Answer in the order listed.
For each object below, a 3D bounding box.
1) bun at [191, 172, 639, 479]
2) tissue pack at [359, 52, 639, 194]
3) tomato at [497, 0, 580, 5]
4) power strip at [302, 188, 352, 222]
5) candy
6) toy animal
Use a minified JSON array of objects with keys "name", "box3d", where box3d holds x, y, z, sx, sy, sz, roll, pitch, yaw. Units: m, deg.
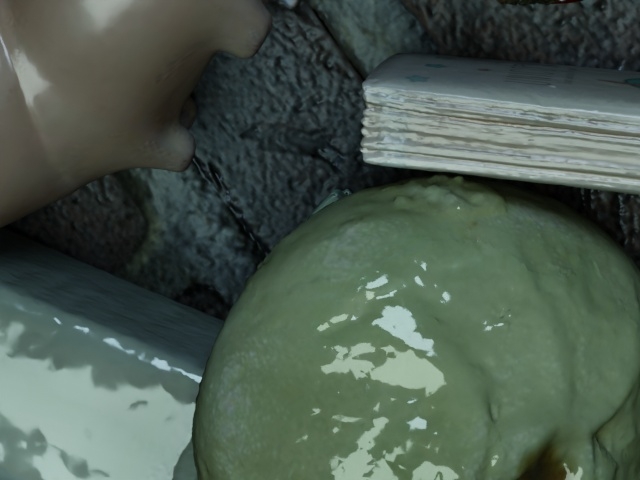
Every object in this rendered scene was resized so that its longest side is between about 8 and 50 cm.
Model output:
[{"name":"bun","box3d":[0.101,0.140,1.207,0.364,0.202,0.364,-13,117,-27]},{"name":"tissue pack","box3d":[0.199,-0.077,1.200,0.325,0.170,0.071,6,106,9]},{"name":"tomato","box3d":[0.128,-0.248,1.195,0.189,0.099,0.173,-2,98,-29]},{"name":"power strip","box3d":[0.000,0.000,1.353,0.040,0.016,0.090,42,113,-5]},{"name":"candy","box3d":[-0.222,0.089,1.331,0.358,0.208,0.145,22,99,4]},{"name":"toy animal","box3d":[-0.198,-0.140,1.244,0.269,0.237,0.326,30,110,-14]}]
